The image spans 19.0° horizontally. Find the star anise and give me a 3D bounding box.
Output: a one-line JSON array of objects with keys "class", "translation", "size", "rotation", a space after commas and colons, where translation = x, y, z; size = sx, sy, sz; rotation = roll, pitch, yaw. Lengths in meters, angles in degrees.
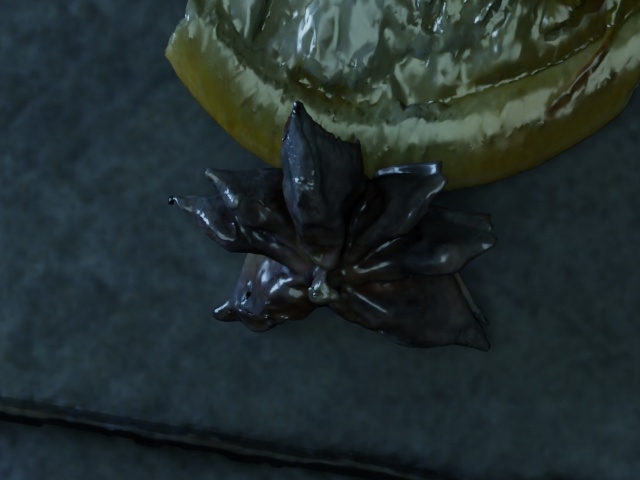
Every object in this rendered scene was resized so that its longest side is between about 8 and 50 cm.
[{"class": "star anise", "translation": [0.002, -0.007, 0.690], "size": [0.124, 0.129, 0.056], "rotation": [6, 53, 14]}]

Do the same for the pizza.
[{"class": "pizza", "translation": [0.056, -0.138, 0.710], "size": [0.181, 0.034, 0.262], "rotation": [20, 96, 8]}]
